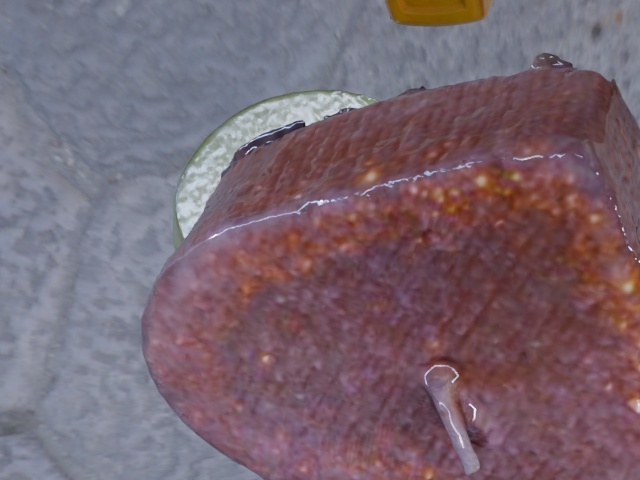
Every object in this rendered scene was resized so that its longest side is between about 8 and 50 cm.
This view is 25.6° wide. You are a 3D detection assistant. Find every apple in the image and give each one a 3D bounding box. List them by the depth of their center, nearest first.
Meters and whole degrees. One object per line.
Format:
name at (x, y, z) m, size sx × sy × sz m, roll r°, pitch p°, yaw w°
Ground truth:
apple at (0.000, 0.016, 1.413) m, size 0.257 × 0.233 × 0.295 m, roll -29°, pitch 66°, yaw -27°

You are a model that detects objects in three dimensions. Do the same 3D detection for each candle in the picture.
candle at (0.079, 0.049, 0.730) m, size 0.317 × 0.131 × 0.287 m, roll 28°, pitch 127°, yaw -2°

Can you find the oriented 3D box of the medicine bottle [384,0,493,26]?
medicine bottle at (0.134, -0.339, 1.461) m, size 0.112 × 0.149 × 0.222 m, roll 1°, pitch 42°, yaw 22°
